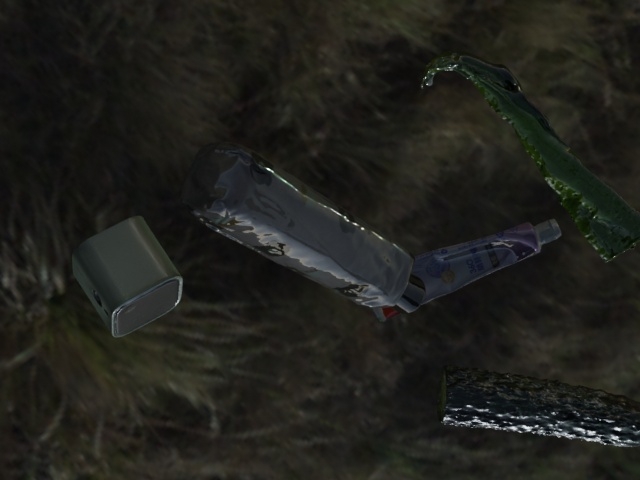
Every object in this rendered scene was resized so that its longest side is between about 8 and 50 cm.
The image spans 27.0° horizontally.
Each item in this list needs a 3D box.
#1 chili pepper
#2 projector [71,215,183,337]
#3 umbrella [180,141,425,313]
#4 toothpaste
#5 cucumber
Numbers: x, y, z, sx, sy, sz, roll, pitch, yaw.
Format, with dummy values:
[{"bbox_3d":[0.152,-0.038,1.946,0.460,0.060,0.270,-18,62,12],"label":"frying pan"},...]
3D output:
[{"bbox_3d":[0.280,-0.117,1.716,0.085,0.359,0.076,-42,-175,36],"label":"chili pepper"},{"bbox_3d":[-0.196,0.037,1.354,0.083,0.082,0.083,-29,160,-20],"label":"projector"},{"bbox_3d":[0.000,0.000,1.187,0.337,0.067,0.073,30,87,-51],"label":"umbrella"},{"bbox_3d":[0.210,0.034,1.967,0.301,0.048,0.075,-22,107,3],"label":"toothpaste"},{"bbox_3d":[0.361,0.262,2.067,0.359,0.096,0.096,9,118,-4],"label":"cucumber"}]
